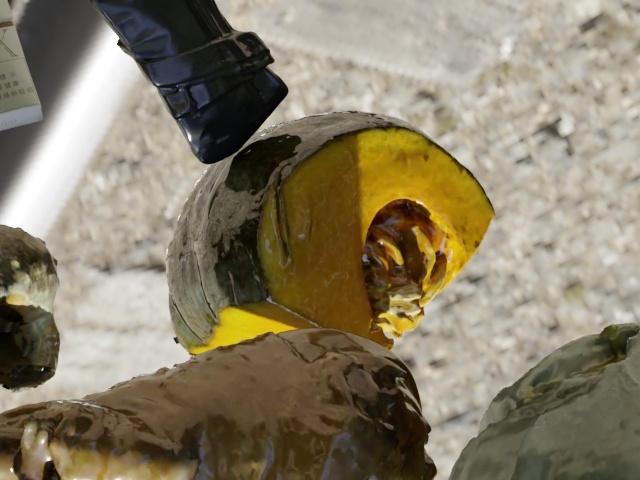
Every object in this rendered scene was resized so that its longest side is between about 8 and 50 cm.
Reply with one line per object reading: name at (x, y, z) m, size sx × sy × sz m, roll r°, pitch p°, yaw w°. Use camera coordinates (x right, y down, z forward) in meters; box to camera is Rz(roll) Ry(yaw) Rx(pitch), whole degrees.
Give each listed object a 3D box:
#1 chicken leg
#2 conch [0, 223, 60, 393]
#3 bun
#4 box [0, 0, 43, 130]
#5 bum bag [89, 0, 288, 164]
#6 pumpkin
chicken leg at (-0.102, 0.194, 1.278) m, size 0.409 × 0.295 × 0.182 m, roll 8°, pitch 172°, yaw -31°
conch at (-0.297, 0.068, 1.735) m, size 0.155 × 0.207 × 0.130 m, roll 43°, pitch 104°, yaw -4°
bun at (0.254, 0.190, 1.559) m, size 0.362 × 0.362 × 0.211 m, roll -33°, pitch 101°, yaw 13°
box at (-0.355, -0.188, 2.011) m, size 0.084 × 0.154 × 0.040 m, roll -16°, pitch 157°, yaw -11°
bum bag at (-0.129, -0.189, 1.772) m, size 0.123 × 0.060 × 0.248 m, roll -46°, pitch 117°, yaw -22°
pumpkin at (0.000, 0.000, 1.884) m, size 0.256 × 0.303 × 0.225 m, roll 50°, pitch 149°, yaw -15°
